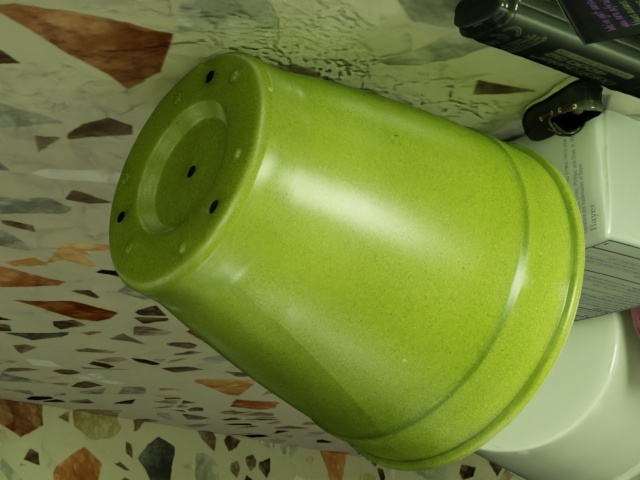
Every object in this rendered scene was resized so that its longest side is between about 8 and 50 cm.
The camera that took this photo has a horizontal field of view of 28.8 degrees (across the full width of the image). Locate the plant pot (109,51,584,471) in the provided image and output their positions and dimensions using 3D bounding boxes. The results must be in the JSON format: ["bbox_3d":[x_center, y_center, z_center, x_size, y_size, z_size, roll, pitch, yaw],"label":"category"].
[{"bbox_3d":[0.000,0.000,1.213,0.353,0.366,0.366,26,150,-34],"label":"plant pot"}]

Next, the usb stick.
[{"bbox_3d":[0.240,-0.171,1.108,0.278,0.045,0.077,11,166,-35],"label":"usb stick"}]

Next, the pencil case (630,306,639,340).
[{"bbox_3d":[0.583,0.067,1.586,0.386,0.167,0.160,-8,149,-22],"label":"pencil case"}]

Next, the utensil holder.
[{"bbox_3d":[0.325,0.187,1.806,0.327,0.328,0.385,-8,160,23],"label":"utensil holder"}]

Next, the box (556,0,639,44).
[{"bbox_3d":[0.256,-0.233,0.698,0.270,0.165,0.143,-8,162,23],"label":"box"}]

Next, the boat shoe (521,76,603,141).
[{"bbox_3d":[0.242,-0.126,1.262,0.049,0.042,0.133,2,164,-18],"label":"boat shoe"}]

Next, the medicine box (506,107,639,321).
[{"bbox_3d":[0.297,-0.015,1.437,0.263,0.149,0.289,13,159,-37],"label":"medicine box"}]
